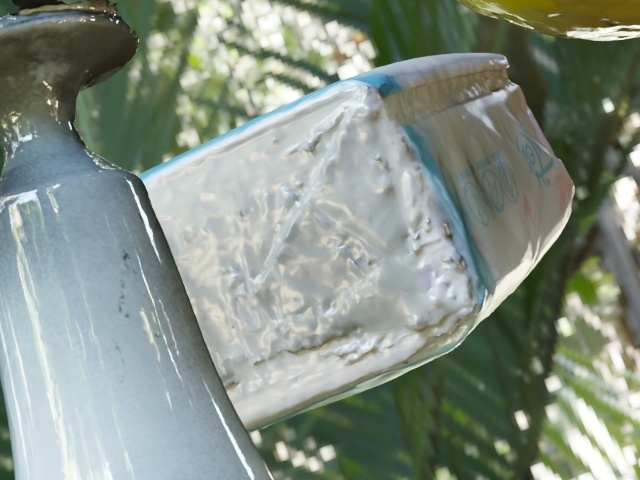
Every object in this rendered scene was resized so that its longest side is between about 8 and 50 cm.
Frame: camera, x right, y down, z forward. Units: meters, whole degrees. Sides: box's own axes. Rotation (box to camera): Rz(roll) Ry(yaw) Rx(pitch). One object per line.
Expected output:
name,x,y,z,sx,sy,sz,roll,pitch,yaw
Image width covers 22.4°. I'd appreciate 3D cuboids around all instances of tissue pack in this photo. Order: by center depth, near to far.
tissue pack,-0.002,0.001,0.753,0.201,0.124,0.271,-21,3,20

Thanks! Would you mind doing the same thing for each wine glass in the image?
wine glass,-0.055,0.024,0.391,0.072,0.155,0.072,-18,-9,-3

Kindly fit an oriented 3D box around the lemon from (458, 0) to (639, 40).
lemon,0.159,-0.264,0.821,0.336,0.336,0.336,-20,-13,-5
